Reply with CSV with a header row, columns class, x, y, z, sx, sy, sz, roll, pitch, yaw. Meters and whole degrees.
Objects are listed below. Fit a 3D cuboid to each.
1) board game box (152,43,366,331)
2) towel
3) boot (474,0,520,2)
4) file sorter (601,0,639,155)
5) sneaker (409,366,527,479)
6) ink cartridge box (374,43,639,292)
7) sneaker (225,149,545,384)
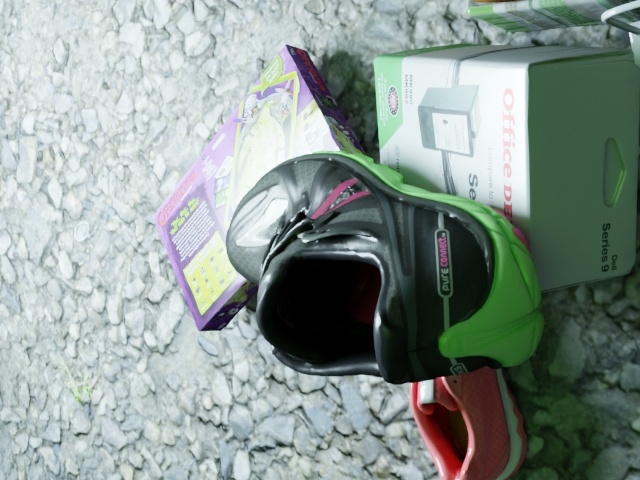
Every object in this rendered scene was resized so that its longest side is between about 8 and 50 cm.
class,x,y,z,sx,sy,sz,roll,pitch,yaw
board game box,-0.091,-0.061,1.207,0.347,0.056,0.208,-46,60,32
towel,0.247,-0.244,0.961,0.152,0.113,0.023,3,92,35
boot,0.248,-0.295,0.895,0.295,0.211,0.104,-8,91,34
file sorter,0.387,-0.100,0.845,0.192,0.173,0.278,-11,88,34
sneaker,0.151,0.136,1.049,0.115,0.136,0.314,-19,84,33
ink cartridge box,0.175,-0.087,0.922,0.289,0.121,0.211,-154,57,-64
sneaker,0.005,0.020,0.915,0.482,0.202,0.185,14,118,60
